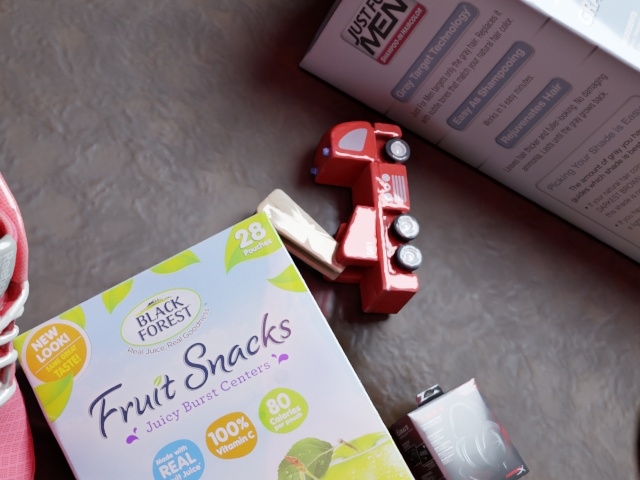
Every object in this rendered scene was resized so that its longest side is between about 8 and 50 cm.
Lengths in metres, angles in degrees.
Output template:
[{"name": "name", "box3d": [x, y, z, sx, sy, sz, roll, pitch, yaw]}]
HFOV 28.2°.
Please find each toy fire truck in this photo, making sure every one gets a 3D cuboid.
[{"name": "toy fire truck", "box3d": [0.000, 0.000, 0.894, 0.135, 0.047, 0.192, 5, 63, -19]}]

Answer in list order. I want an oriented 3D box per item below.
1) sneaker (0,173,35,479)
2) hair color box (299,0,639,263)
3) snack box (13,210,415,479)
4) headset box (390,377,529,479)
[{"name": "sneaker", "box3d": [-0.207, 0.035, 0.663, 0.116, 0.136, 0.314, -43, 125, -47]}, {"name": "hair color box", "box3d": [0.193, -0.121, 0.953, 0.374, 0.185, 0.114, 29, 58, -7]}, {"name": "snack box", "box3d": [-0.061, 0.114, 0.766, 0.174, 0.070, 0.207, -28, 76, -9]}, {"name": "headset box", "box3d": [0.093, 0.139, 0.872, 0.062, 0.032, 0.083, -23, 77, -30]}]
